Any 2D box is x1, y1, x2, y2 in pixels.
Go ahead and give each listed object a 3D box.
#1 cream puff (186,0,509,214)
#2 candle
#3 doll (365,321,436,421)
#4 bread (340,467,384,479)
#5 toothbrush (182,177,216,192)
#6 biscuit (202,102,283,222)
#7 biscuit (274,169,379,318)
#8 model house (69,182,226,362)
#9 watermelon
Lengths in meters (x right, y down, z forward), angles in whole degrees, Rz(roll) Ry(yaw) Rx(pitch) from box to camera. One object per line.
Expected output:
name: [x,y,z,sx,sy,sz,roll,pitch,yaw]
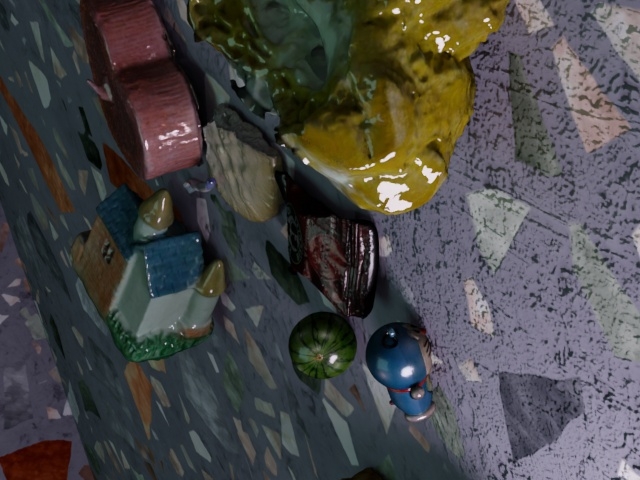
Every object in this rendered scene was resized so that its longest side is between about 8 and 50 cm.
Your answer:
cream puff: [0.055,-0.197,1.268,0.323,0.270,0.274,54,-171,27]
candle: [-0.303,-0.240,2.072,0.287,0.131,0.317,134,116,-72]
doll: [0.106,0.163,1.667,0.114,0.085,0.152,54,168,53]
bread: [0.100,0.465,1.964,0.222,0.096,0.181,37,142,49]
toothbrush: [-0.195,-0.090,2.093,0.027,0.021,0.269,49,171,-10]
biscuit: [-0.120,-0.114,1.935,0.188,0.040,0.265,64,158,-3]
biscuit: [0.001,0.006,1.760,0.235,0.063,0.151,39,135,55]
model house: [-0.276,0.014,2.276,0.267,0.194,0.325,57,142,26]
watermelon: [0.003,0.146,1.852,0.109,0.109,0.109,48,152,36]
